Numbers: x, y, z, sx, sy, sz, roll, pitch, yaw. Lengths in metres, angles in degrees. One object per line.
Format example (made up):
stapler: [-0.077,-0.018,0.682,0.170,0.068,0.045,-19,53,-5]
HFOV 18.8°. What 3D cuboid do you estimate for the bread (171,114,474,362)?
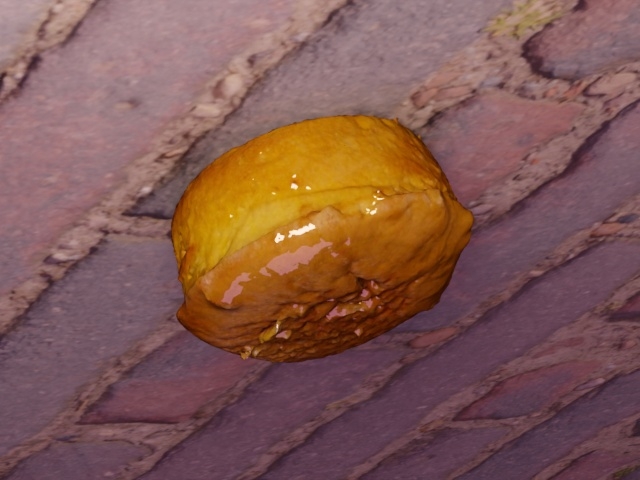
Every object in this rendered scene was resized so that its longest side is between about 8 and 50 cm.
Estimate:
bread: [0.000,0.000,1.607,0.268,0.145,0.268,-18,158,-8]
